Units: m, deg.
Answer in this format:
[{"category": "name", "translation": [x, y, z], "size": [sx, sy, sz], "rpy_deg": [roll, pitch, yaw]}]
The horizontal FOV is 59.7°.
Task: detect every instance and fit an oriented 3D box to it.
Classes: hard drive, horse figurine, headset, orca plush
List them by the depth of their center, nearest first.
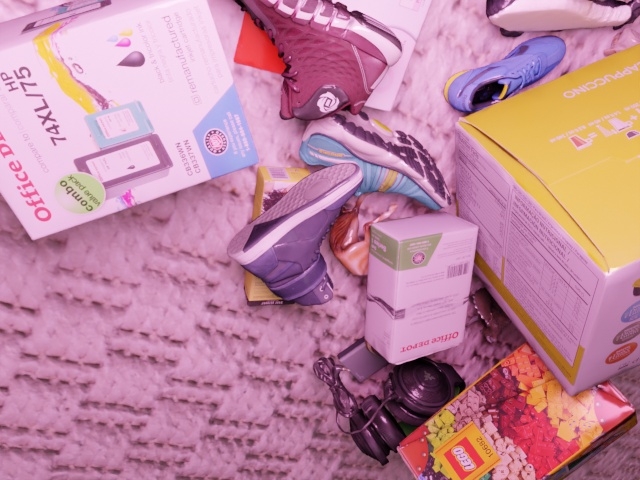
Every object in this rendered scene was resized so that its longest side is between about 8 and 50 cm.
[{"category": "orca plush", "translation": [0.352, -0.365, 0.793], "size": [0.287, 0.151, 0.102], "rpy_deg": [-8, 93, -11]}, {"category": "horse figurine", "translation": [0.106, 0.016, 0.972], "size": [0.263, 0.066, 0.174], "rpy_deg": [23, 106, -32]}, {"category": "hard drive", "translation": [0.112, 0.224, 1.132], "size": [0.135, 0.022, 0.094], "rpy_deg": [-35, 126, 5]}, {"category": "headset", "translation": [0.140, 0.323, 1.141], "size": [0.243, 0.185, 0.394], "rpy_deg": [-48, 145, 15]}]

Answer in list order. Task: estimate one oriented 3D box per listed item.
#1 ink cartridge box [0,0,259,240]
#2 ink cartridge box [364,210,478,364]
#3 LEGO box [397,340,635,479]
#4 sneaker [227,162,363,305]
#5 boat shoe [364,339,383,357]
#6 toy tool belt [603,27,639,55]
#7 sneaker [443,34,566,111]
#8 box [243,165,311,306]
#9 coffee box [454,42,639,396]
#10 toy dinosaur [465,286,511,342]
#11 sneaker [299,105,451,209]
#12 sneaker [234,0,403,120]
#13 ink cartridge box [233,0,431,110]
[{"category": "ink cartridge box", "translation": [-0.241, -0.166, 0.648], "size": [0.270, 0.197, 0.198], "rpy_deg": [-20, 126, -5]}, {"category": "ink cartridge box", "translation": [0.164, 0.076, 0.933], "size": [0.160, 0.092, 0.219], "rpy_deg": [-9, 114, -26]}, {"category": "LEGO box", "translation": [0.434, 0.399, 1.155], "size": [0.372, 0.193, 0.500], "rpy_deg": [-43, 146, 10]}, {"category": "sneaker", "translation": [-0.001, -0.001, 0.830], "size": [0.226, 0.086, 0.163], "rpy_deg": [-36, 120, 11]}, {"category": "boat shoe", "translation": [0.194, 0.163, 1.072], "size": [0.223, 0.073, 0.080], "rpy_deg": [-26, 122, -17]}, {"category": "toy tool belt", "translation": [0.513, -0.311, 0.920], "size": [0.083, 0.052, 0.051], "rpy_deg": [16, 146, -24]}, {"category": "sneaker", "translation": [0.297, -0.249, 0.858], "size": [0.209, 0.082, 0.069], "rpy_deg": [-24, 124, -5]}, {"category": "box", "translation": [-0.070, -0.002, 0.901], "size": [0.087, 0.058, 0.232], "rpy_deg": [-1, 122, -19]}, {"category": "coffee box", "translation": [0.439, -0.035, 0.851], "size": [0.337, 0.338, 0.334], "rpy_deg": [-23, 138, -5]}, {"category": "toy dinosaur", "translation": [0.401, 0.072, 1.068], "size": [0.121, 0.160, 0.314], "rpy_deg": [23, 101, -43]}, {"category": "sneaker", "translation": [0.092, -0.117, 0.877], "size": [0.275, 0.107, 0.110], "rpy_deg": [24, 130, -25]}, {"category": "sneaker", "translation": [-0.049, -0.239, 0.705], "size": [0.281, 0.106, 0.162], "rpy_deg": [23, 119, -11]}, {"category": "ink cartridge box", "translation": [0.021, -0.292, 0.749], "size": [0.232, 0.066, 0.189], "rpy_deg": [5, 119, -27]}]
